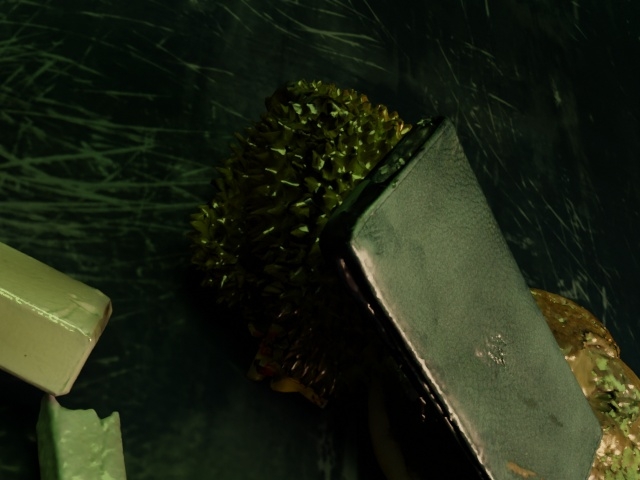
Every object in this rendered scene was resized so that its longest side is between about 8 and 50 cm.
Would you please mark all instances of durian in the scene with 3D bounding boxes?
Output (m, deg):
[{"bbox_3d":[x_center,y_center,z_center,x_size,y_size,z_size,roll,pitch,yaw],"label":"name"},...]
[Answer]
[{"bbox_3d":[0.009,-0.005,0.850,0.258,0.258,0.293,18,50,-22],"label":"durian"}]

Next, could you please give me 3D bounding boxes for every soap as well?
[{"bbox_3d":[-0.260,0.042,0.699,0.183,0.064,0.121,29,4,-10],"label":"soap"}]

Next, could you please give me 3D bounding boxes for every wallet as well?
[{"bbox_3d":[0.139,0.090,0.765,0.379,0.046,0.190,59,45,-21],"label":"wallet"}]

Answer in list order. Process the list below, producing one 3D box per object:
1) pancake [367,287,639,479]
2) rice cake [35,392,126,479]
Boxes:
[{"bbox_3d":[0.215,0.199,0.929,0.387,0.082,0.387,15,49,-19],"label":"pancake"},{"bbox_3d":[-0.170,0.215,0.651,0.063,0.069,0.206,5,49,-30],"label":"rice cake"}]
